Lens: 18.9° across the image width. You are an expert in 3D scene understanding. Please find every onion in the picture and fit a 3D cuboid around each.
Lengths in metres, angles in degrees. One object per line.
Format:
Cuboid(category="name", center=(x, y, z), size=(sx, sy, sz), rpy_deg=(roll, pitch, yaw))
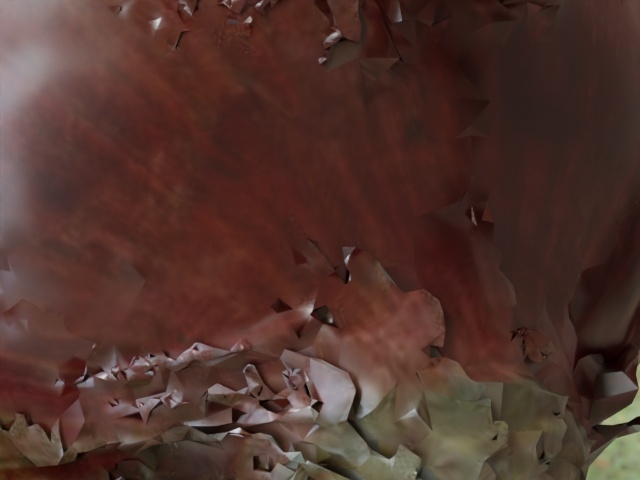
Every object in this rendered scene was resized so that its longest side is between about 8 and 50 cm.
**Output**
Cuboid(category="onion", center=(0.000, 0.000, 0.362), size=(0.184, 0.147, 0.184), rpy_deg=(-15, -57, -24))
